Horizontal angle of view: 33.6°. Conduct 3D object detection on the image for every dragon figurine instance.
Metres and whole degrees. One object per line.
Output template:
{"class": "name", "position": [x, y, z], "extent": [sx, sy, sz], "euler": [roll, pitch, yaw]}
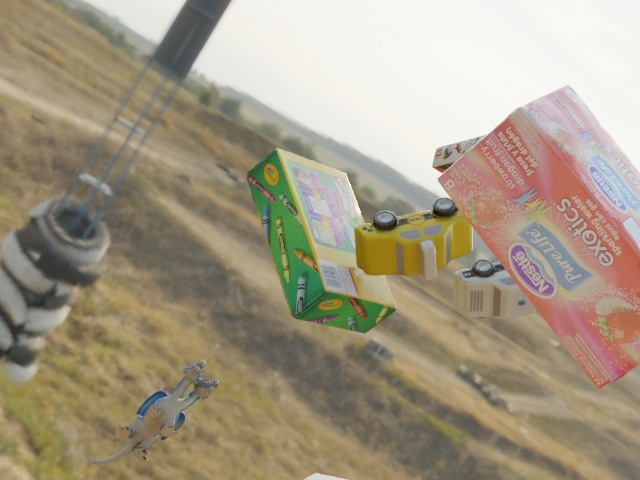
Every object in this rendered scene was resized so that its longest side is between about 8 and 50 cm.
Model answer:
{"class": "dragon figurine", "position": [-0.316, 0.347, 2.044], "extent": [0.085, 0.289, 0.144], "euler": [48, 21, -1]}

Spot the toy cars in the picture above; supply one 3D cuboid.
{"class": "toy cars", "position": [0.230, 0.047, 1.637], "extent": [0.394, 0.176, 0.087], "euler": [24, 28, -32]}

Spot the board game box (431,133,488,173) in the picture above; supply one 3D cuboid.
{"class": "board game box", "position": [0.400, -0.120, 2.143], "extent": [0.305, 0.053, 0.193], "euler": [27, -23, -31]}

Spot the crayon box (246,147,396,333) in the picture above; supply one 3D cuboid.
{"class": "crayon box", "position": [0.000, 0.000, 1.671], "extent": [0.165, 0.081, 0.278], "euler": [17, 44, -45]}

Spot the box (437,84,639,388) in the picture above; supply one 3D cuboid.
{"class": "box", "position": [0.296, -0.008, 1.195], "extent": [0.300, 0.142, 0.154], "euler": [53, 36, 7]}

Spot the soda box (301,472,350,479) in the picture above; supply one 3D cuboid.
{"class": "soda box", "position": [0.028, 0.433, 1.717], "extent": [0.074, 0.069, 0.216], "euler": [-20, 6, -31]}
